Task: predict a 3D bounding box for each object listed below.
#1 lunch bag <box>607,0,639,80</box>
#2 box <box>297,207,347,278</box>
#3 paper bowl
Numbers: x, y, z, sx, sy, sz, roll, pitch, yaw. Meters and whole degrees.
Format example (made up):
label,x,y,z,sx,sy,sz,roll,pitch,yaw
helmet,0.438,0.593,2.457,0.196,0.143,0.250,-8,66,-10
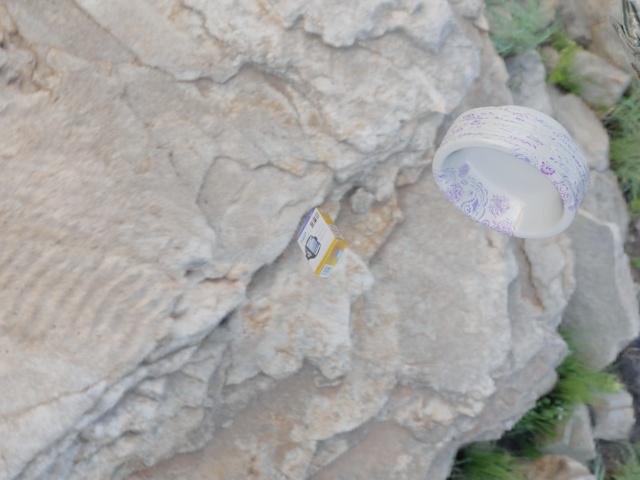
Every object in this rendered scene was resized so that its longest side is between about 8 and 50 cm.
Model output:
label,x,y,z,sx,sy,sz,roll,pitch,yaw
lunch bag,0.533,-0.293,1.197,0.235,0.169,0.286,42,59,-34
box,0.000,0.000,1.534,0.028,0.136,0.081,18,114,-28
paper bowl,0.369,-0.144,1.579,0.284,0.284,0.148,40,66,-19
